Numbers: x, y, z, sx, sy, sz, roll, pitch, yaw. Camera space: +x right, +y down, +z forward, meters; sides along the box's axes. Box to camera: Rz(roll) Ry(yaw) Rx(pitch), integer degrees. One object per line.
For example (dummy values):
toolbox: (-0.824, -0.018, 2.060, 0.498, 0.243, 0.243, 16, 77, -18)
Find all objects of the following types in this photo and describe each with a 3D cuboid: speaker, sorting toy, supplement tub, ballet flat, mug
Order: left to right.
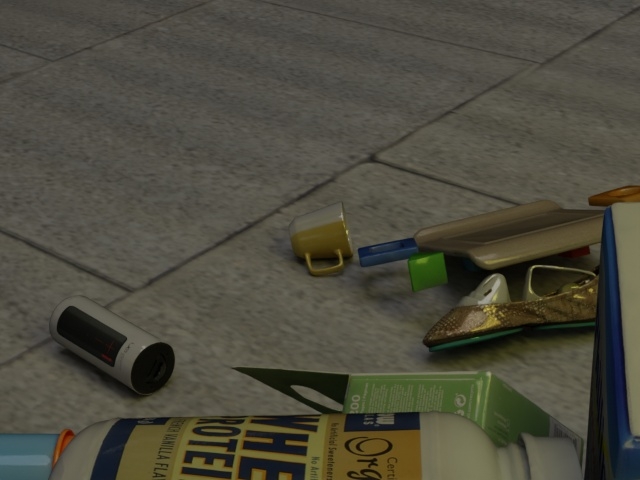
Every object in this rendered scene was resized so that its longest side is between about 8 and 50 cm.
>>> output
speaker: (-0.202, 0.100, 1.168, 0.055, 0.055, 0.136, -29, 38, -36)
mug: (-0.001, -0.004, 1.324, 0.064, 0.062, 0.078, -11, 22, 5)
supplement tub: (0.001, 0.221, 0.745, 0.316, 0.228, 0.228, -2, 29, 4)
ballet flat: (0.193, 0.060, 1.161, 0.206, 0.067, 0.073, -8, -4, -14)
sorting toy: (0.213, 0.002, 1.259, 0.348, 0.047, 0.196, -14, 10, -13)

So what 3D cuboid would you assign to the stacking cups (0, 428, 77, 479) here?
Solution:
stacking cups: (-0.239, 0.198, 0.981, 0.316, 0.096, 0.096, 1, 29, -1)

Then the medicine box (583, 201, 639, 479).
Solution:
medicine box: (0.247, 0.160, 0.754, 0.149, 0.289, 0.263, 1, 29, 10)

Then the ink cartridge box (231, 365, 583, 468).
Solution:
ink cartridge box: (0.064, 0.149, 0.941, 0.235, 0.171, 0.056, -5, 64, 35)
